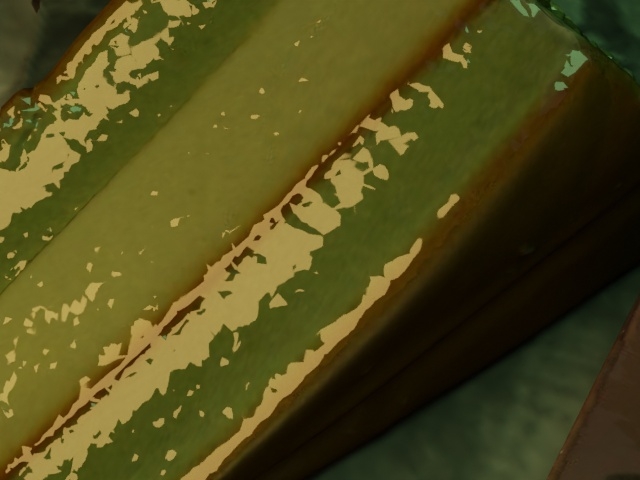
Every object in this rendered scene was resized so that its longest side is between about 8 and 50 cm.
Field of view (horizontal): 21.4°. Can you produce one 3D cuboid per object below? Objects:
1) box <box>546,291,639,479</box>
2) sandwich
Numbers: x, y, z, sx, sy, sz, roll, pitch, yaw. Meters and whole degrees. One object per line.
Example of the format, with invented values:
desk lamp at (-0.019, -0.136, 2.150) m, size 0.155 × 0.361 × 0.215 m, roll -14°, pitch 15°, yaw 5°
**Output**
box at (0.096, 0.081, 0.370) m, size 0.111 × 0.060 × 0.156 m, roll 25°, pitch 55°, yaw 11°
sandwich at (0.000, 0.000, 0.450) m, size 0.187 × 0.144 × 0.117 m, roll -46°, pitch 64°, yaw 6°
